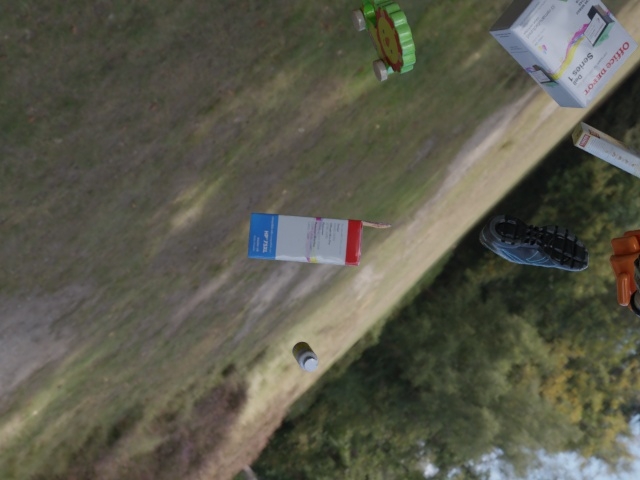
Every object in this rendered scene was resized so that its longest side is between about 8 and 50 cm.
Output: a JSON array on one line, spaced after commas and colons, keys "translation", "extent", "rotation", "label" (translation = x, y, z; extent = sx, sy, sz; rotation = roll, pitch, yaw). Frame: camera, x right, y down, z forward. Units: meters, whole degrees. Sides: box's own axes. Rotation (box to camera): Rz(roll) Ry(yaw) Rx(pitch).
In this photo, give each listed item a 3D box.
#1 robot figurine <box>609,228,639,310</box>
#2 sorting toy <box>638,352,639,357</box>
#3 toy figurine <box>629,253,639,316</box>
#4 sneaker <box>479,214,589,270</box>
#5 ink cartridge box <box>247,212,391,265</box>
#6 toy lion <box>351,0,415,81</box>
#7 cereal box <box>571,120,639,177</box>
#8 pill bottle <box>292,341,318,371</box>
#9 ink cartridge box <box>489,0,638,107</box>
[{"translation": [0.764, 0.085, 1.783], "extent": [0.128, 0.219, 0.158], "rotation": [-21, -175, 30], "label": "robot figurine"}, {"translation": [0.728, 0.247, 1.604], "extent": [0.083, 0.062, 0.012], "rotation": [-40, 145, 25], "label": "sorting toy"}, {"translation": [0.605, 0.040, 1.176], "extent": [0.213, 0.209, 0.148], "rotation": [-58, 148, -26], "label": "toy figurine"}, {"translation": [0.507, 0.011, 1.800], "extent": [0.106, 0.267, 0.101], "rotation": [121, -12, -66], "label": "sneaker"}, {"translation": [0.000, 0.000, 1.286], "extent": [0.134, 0.231, 0.078], "rotation": [11, 83, -88], "label": "ink cartridge box"}, {"translation": [0.069, -0.217, 0.782], "extent": [0.034, 0.100, 0.096], "rotation": [-21, 171, -8], "label": "toy lion"}, {"translation": [0.725, -0.206, 1.818], "extent": [0.047, 0.240, 0.173], "rotation": [-63, 174, 21], "label": "cereal box"}, {"translation": [-0.032, 0.255, 1.648], "extent": [0.043, 0.043, 0.083], "rotation": [-44, -156, -1], "label": "pill bottle"}, {"translation": [0.569, -0.473, 1.764], "extent": [0.201, 0.278, 0.117], "rotation": [-50, -161, 1], "label": "ink cartridge box"}]
